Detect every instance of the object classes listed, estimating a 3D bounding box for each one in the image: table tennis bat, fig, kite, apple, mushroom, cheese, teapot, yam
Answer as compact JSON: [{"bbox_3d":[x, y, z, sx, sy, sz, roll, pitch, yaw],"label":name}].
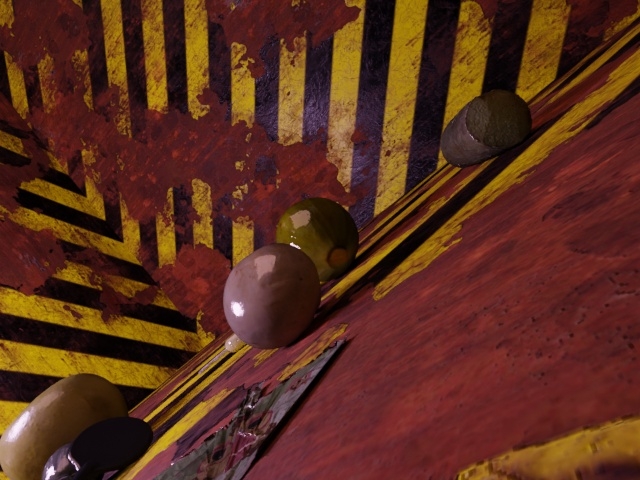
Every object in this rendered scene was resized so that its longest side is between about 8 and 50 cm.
[{"bbox_3d":[-0.424,0.416,0.775,0.150,0.027,0.236,6,13,4],"label":"table tennis bat"},{"bbox_3d":[0.000,0.000,1.129,0.240,0.239,0.271,-39,22,-12],"label":"fig"},{"bbox_3d":[-0.089,0.212,0.452,0.323,0.013,0.268,-36,2,-2],"label":"kite"},{"bbox_3d":[-0.659,0.506,1.063,0.292,0.254,0.292,-42,1,1],"label":"apple"},{"bbox_3d":[-0.089,0.117,0.782,0.206,0.206,0.209,-39,-41,-18],"label":"mushroom"},{"bbox_3d":[-0.278,0.329,1.271,0.256,0.050,0.127,-38,1,-16],"label":"cheese"},{"bbox_3d":[-0.501,0.478,0.782,0.149,0.111,0.108,-33,12,-17],"label":"teapot"},{"bbox_3d":[0.414,-0.281,1.042,0.161,0.161,0.268,-39,-2,2],"label":"yam"}]
